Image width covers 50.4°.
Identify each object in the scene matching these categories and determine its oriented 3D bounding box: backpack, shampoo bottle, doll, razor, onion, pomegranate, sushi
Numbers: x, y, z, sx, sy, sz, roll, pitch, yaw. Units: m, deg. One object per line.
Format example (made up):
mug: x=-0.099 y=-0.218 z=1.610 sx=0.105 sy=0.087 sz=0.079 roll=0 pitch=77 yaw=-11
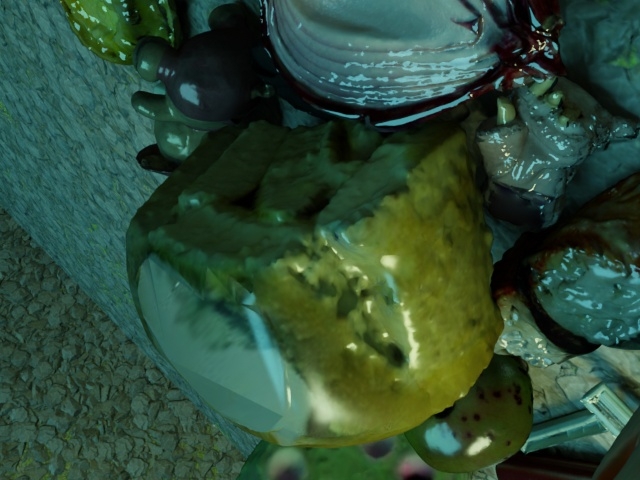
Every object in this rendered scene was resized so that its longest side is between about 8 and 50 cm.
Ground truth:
backpack: x=-0.007 y=-0.197 z=0.734 sx=0.120 sy=0.105 sz=0.165 roll=41 pitch=179 yaw=-35
shampoo bottle: x=0.360 y=0.344 z=0.933 sx=0.102 sy=0.064 sz=0.260 roll=54 pitch=152 yaw=-8
doll: x=-0.150 y=-0.167 z=0.894 sx=0.255 sy=0.196 sz=0.152 roll=100 pitch=160 yaw=-54
razor: x=0.328 y=0.242 z=0.874 sx=0.111 sy=0.056 sz=0.278 roll=47 pitch=160 yaw=8
onion: x=0.085 y=-0.198 z=0.553 sx=0.284 sy=0.120 sz=0.227 roll=36 pitch=126 yaw=25
pomegranate: x=0.194 y=0.229 z=0.922 sx=0.179 sy=0.179 sz=0.210 roll=35 pitch=161 yaw=26
sushi: x=0.249 y=0.043 z=0.644 sx=0.130 sy=0.124 sz=0.332 roll=37 pitch=154 yaw=1

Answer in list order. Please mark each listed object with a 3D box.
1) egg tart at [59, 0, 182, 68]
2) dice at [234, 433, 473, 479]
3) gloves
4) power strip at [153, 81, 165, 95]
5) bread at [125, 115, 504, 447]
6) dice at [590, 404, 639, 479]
egg tart: x=-0.307 y=-0.353 z=0.988 sx=0.279 sy=0.095 sz=0.278 roll=37 pitch=152 yaw=25
dice: x=0.061 y=0.446 z=1.231 sx=0.322 sy=0.318 sz=0.330 roll=36 pitch=151 yaw=22
gloves: x=0.193 y=-0.081 z=0.598 sx=0.110 sy=0.094 sz=0.144 roll=37 pitch=132 yaw=5
power strip: x=-0.204 y=-0.130 z=1.160 sx=0.091 sy=0.062 sz=0.385 roll=32 pitch=149 yaw=25
bread: x=-0.050 y=0.032 z=0.668 sx=0.395 sy=0.264 sz=0.239 roll=9 pitch=128 yaw=42
dice: x=0.376 y=0.193 z=0.447 sx=0.304 sy=0.304 sz=0.276 roll=38 pitch=152 yaw=21
